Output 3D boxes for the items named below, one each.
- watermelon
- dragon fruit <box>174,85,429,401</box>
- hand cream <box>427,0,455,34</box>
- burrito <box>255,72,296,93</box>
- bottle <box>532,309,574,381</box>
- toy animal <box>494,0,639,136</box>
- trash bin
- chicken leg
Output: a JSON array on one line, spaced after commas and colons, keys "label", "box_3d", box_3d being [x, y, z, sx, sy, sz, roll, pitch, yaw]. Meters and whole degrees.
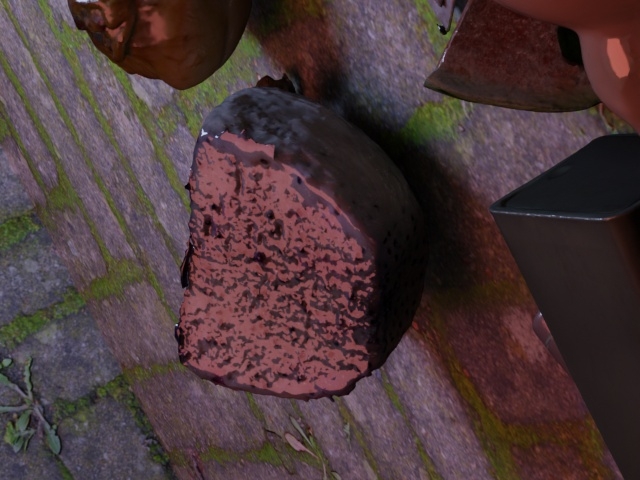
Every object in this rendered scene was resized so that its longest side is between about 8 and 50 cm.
[{"label": "watermelon", "box_3d": [0.118, -0.156, 1.065, 0.098, 0.121, 0.158, -116, 7, -77]}, {"label": "dragon fruit", "box_3d": [0.000, 0.000, 1.411, 0.221, 0.204, 0.283, 17, 121, 22]}, {"label": "hand cream", "box_3d": [0.029, -0.278, 1.188, 0.257, 0.050, 0.084, 48, 157, 15]}, {"label": "burrito", "box_3d": [-0.038, -0.101, 1.550, 0.041, 0.045, 0.185, 47, 156, 40]}, {"label": "bottle", "box_3d": [0.229, 0.104, 1.198, 0.140, 0.053, 0.053, 52, 156, 23]}, {"label": "toy animal", "box_3d": [0.182, -0.200, 0.647, 0.237, 0.269, 0.326, 42, 171, -38]}, {"label": "trash bin", "box_3d": [0.241, 0.056, 1.031, 0.164, 0.122, 0.240, 8, 126, 64]}, {"label": "chicken leg", "box_3d": [-0.184, -0.361, 1.435, 0.295, 0.182, 0.409, -121, 19, -54]}]
